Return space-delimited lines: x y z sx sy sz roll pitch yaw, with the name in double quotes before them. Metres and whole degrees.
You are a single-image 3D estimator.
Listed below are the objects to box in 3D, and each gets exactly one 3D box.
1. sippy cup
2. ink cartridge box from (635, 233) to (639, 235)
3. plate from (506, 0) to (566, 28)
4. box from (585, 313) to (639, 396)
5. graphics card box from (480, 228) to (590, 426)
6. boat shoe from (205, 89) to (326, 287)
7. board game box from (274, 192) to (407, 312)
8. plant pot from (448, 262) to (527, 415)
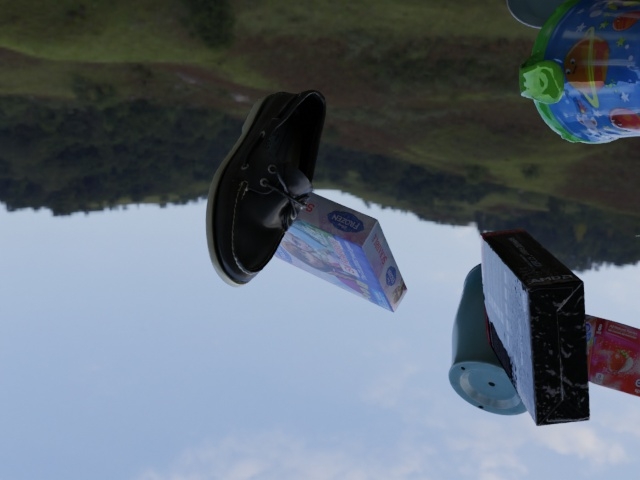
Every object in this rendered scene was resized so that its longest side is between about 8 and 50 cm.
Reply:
"sippy cup" 0.464 -0.249 1.172 0.305 0.240 0.224 -45 -158 -6
"ink cartridge box" 0.737 -0.056 1.599 0.109 0.062 0.209 -18 -175 -28
"plate" 0.425 -0.437 1.426 0.188 0.024 0.188 -10 -124 16
"box" 0.631 0.242 1.580 0.257 0.128 0.122 17 178 -8
"graphics card box" 0.357 0.130 1.382 0.094 0.232 0.371 -6 -168 2
"boat shoe" -0.059 -0.088 1.136 0.113 0.127 0.340 -14 -140 33
"board game box" 0.000 0.000 1.630 0.318 0.318 0.066 24 -108 27
"plant pot" 0.400 0.221 1.728 0.272 0.271 0.255 10 -132 25
